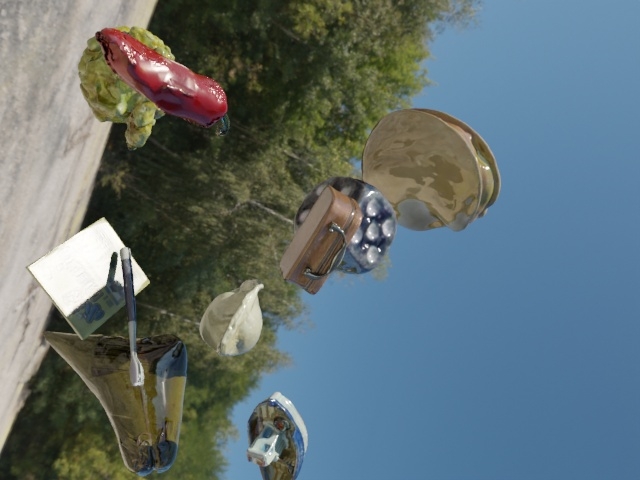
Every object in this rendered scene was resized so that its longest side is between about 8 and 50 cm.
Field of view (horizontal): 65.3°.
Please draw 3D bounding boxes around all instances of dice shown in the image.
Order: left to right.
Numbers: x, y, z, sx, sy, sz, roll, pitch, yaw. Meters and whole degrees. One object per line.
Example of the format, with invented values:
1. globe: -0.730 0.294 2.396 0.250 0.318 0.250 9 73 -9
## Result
1. dice: 0.060 -0.036 1.197 0.182 0.181 0.183 13 -117 44

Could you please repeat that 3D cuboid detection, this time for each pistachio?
1. pistachio: 0.302 -0.197 1.455 0.446 0.282 0.365 32 -45 37

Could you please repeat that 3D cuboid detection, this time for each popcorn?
1. popcorn: -0.587 -0.478 1.517 0.335 0.279 0.274 -52 -158 14

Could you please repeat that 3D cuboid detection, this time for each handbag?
1. handbag: 0.000 0.000 0.936 0.193 0.072 0.151 -57 -165 8

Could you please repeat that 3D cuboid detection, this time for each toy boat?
1. toy boat: -0.093 0.410 0.972 0.115 0.114 0.261 -55 150 -45

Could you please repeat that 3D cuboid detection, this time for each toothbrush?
1. toothbrush: -0.357 0.136 0.945 0.026 0.024 0.287 74 -2 -62

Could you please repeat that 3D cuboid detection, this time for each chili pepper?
1. chili pepper: -0.284 -0.301 0.988 0.110 0.388 0.110 -4 -98 26

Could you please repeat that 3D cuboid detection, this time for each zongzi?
1. zongzi: -0.433 0.327 1.018 0.145 0.300 0.273 128 -33 -53

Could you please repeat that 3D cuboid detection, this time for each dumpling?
1. dumpling: -0.188 0.164 1.127 0.179 0.132 0.252 -66 -172 -5

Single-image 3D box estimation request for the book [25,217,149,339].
1. book: -0.439 0.068 0.968 0.013 0.167 0.192 -16 -158 32
